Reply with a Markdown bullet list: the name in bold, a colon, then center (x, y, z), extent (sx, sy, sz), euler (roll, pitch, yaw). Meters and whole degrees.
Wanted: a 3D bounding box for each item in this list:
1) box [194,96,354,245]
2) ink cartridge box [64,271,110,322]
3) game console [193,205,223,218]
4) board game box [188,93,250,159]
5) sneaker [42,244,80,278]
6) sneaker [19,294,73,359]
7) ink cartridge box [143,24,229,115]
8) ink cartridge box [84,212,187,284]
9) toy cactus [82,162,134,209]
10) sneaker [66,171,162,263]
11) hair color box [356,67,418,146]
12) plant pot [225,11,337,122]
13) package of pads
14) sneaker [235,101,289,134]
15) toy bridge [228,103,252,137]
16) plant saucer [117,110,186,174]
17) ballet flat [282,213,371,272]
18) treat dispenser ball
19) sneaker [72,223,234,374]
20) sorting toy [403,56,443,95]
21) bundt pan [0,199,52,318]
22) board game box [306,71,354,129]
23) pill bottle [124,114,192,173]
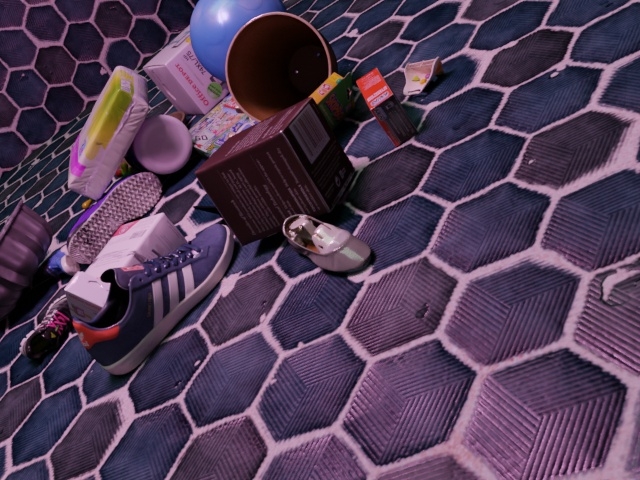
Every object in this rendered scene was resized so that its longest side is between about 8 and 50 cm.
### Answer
- **box**: center (-0.078, -0.124, 1.374), extent (0.203, 0.167, 0.168), euler (-21, 22, 30)
- **ink cartridge box**: center (-0.436, 0.126, 1.464), extent (0.088, 0.122, 0.052), euler (22, 52, 9)
- **game console**: center (-0.182, -0.081, 1.560), extent (0.122, 0.071, 0.107), euler (5, 50, 52)
- **board game box**: center (-0.238, -0.298, 1.986), extent (0.213, 0.046, 0.317), euler (-44, 28, -9)
- **sneaker**: center (-0.656, 0.071, 1.909), extent (0.084, 0.058, 0.152), euler (-42, 30, -2)
- **sneaker**: center (-0.572, 0.190, 1.624), extent (0.170, 0.063, 0.075), euler (-48, 28, -9)
- **ink cartridge box**: center (-0.363, -0.545, 2.345), extent (0.270, 0.198, 0.197), euler (-48, 30, -17)
- **ink cartridge box**: center (-0.403, 0.058, 1.590), extent (0.158, 0.092, 0.218), euler (-13, 35, 40)
- **toy cactus**: center (-0.550, -0.144, 2.082), extent (0.180, 0.112, 0.219), euler (-11, 28, 26)
- **sneaker**: center (-0.541, -0.075, 1.945), extent (0.293, 0.102, 0.146), euler (-44, 27, -12)
- **hair color box**: center (0.124, -0.255, 1.437), extent (0.053, 0.093, 0.167), euler (-34, 27, 10)
- **plant pot**: center (-0.056, -0.386, 1.713), extent (0.237, 0.237, 0.254), euler (-27, 5, 21)
- **package of pads**: center (-0.541, -0.281, 1.943), extent (0.296, 0.101, 0.229), euler (-55, 27, 18)
- **sneaker**: center (-0.131, -0.258, 1.759), extent (0.081, 0.080, 0.211), euler (-17, 35, 35)
- **toy bridge**: center (-0.186, -0.245, 1.808), extent (0.063, 0.026, 0.188), euler (2, 63, 11)
- **plant saucer**: center (-0.513, -0.292, 2.309), extent (0.278, 0.041, 0.278), euler (-29, 29, 18)
- **ballet flat**: center (0.000, 0.000, 1.223), extent (0.072, 0.068, 0.213), euler (-45, 28, -15)
- **treat dispenser ball**: center (-0.223, -0.582, 2.135), extent (0.288, 0.288, 0.288), euler (-29, 29, 18)
- **sneaker**: center (-0.303, 0.072, 1.388), extent (0.131, 0.148, 0.350), euler (2, 47, 51)
- **sorting toy**: center (0.199, -0.318, 1.505), extent (0.083, 0.045, 0.075), euler (4, 56, 52)
- **bundt pan**: center (-0.800, 0.066, 1.952), extent (0.331, 0.124, 0.331), euler (-48, 23, 28)
- **board game box**: center (-0.025, -0.233, 1.559), extent (0.039, 0.124, 0.259), euler (39, 73, 22)
- **pill bottle**: center (-0.449, -0.254, 2.041), extent (0.153, 0.153, 0.265), euler (-45, 21, -14)
